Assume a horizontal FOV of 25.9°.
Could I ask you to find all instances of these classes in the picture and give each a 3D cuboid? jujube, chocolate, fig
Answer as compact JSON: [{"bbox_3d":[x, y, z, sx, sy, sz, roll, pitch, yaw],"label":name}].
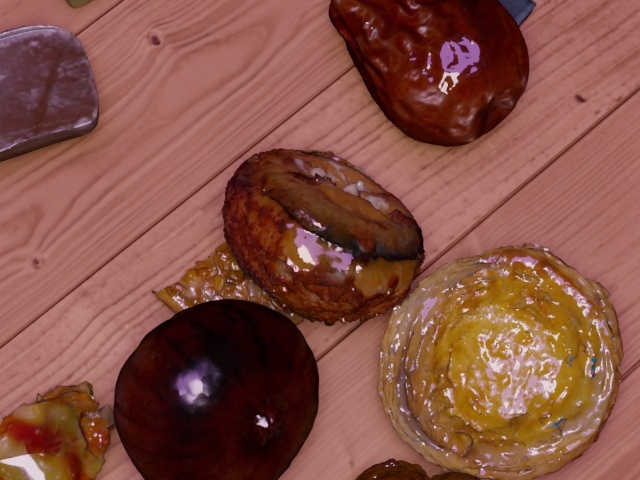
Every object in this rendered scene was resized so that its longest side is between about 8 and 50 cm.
[{"bbox_3d":[0.123,-0.231,1.647,0.255,0.190,0.190,42,78,15],"label":"jujube"},{"bbox_3d":[-0.390,-0.153,1.652,0.253,0.080,0.157,-17,67,-7],"label":"chocolate"},{"bbox_3d":[-0.118,0.170,1.517,0.235,0.235,0.214,-25,41,-8],"label":"fig"}]

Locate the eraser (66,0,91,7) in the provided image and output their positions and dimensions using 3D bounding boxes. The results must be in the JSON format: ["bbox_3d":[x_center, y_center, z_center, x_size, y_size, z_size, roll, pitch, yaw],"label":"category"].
[{"bbox_3d":[-0.301,-0.385,1.723,0.117,0.058,0.172,-30,79,-9],"label":"eraser"}]

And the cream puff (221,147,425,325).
[{"bbox_3d":[0.001,0.000,1.567,0.240,0.240,0.164,30,104,5],"label":"cream puff"}]

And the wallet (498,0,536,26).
[{"bbox_3d":[0.195,-0.302,1.739,0.129,0.026,0.088,37,73,8],"label":"wallet"}]

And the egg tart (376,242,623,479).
[{"bbox_3d":[0.205,0.138,1.593,0.290,0.107,0.291,0,81,-2],"label":"egg tart"}]

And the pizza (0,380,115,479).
[{"bbox_3d":[-0.328,0.313,1.453,0.439,0.130,0.406,25,61,-19],"label":"pizza"}]

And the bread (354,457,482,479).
[{"bbox_3d":[0.116,0.360,1.505,0.232,0.135,0.247,-2,91,3],"label":"bread"}]

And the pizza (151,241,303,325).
[{"bbox_3d":[-0.098,0.050,1.632,0.178,0.041,0.131,22,74,3],"label":"pizza"}]
